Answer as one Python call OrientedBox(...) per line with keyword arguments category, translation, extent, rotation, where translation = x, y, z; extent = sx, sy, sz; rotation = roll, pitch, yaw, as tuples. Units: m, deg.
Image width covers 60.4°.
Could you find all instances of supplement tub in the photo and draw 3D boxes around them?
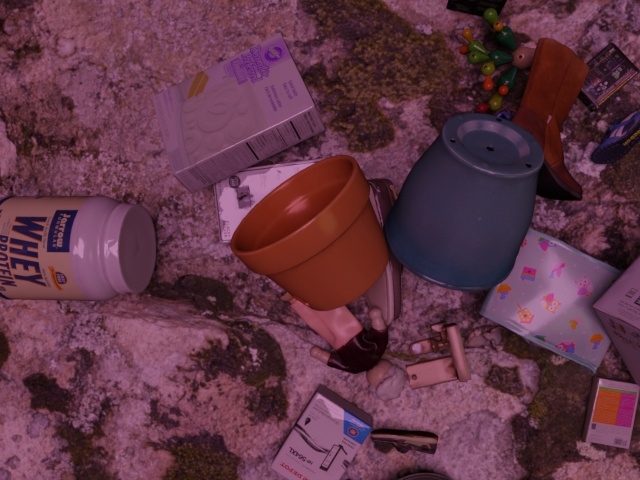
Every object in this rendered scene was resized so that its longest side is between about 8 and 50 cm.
OrientedBox(category="supplement tub", translation=(-0.560, 0.017, 1.224), extent=(0.325, 0.235, 0.235), rotation=(0, 90, 6))

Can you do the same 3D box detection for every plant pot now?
OrientedBox(category="plant pot", translation=(0.000, 0.000, 1.076), extent=(0.291, 0.291, 0.203), rotation=(-35, 112, 5))
OrientedBox(category="plant pot", translation=(0.281, -0.089, 1.039), extent=(0.272, 0.271, 0.255), rotation=(16, 135, 5))

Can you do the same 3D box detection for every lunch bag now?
OrientedBox(category="lunch bag", translation=(0.490, 0.118, 1.161), extent=(0.263, 0.160, 0.223), rotation=(27, 93, -1))

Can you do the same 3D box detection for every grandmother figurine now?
OrientedBox(category="grandmother figurine", translation=(0.069, 0.218, 1.234), extent=(0.342, 0.104, 0.208), rotation=(50, 129, 0))

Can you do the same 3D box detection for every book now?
OrientedBox(category="book", translation=(0.640, 0.377, 1.209), extent=(0.097, 0.035, 0.144), rotation=(10, 91, 2))

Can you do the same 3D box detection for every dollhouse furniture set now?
OrientedBox(category="dollhouse furniture set", translation=(0.244, 0.256, 1.188), extent=(0.123, 0.151, 0.143), rotation=(-14, 86, 6))

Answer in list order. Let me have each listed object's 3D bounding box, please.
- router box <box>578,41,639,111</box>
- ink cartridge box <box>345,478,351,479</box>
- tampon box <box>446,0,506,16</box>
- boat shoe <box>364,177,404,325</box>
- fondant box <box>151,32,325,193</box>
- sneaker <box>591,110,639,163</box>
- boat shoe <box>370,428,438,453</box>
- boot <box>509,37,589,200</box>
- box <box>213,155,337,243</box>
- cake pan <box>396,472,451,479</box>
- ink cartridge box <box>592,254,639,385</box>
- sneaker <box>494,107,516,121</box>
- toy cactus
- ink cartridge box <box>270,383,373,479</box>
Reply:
OrientedBox(category="router box", translation=(0.618, -0.359, 1.207), extent=(0.122, 0.038, 0.092), rotation=(-41, 86, 5))
OrientedBox(category="ink cartridge box", translation=(0.046, 0.705, 1.234), extent=(0.189, 0.097, 0.255), rotation=(-29, 87, 4))
OrientedBox(category="tampon box", translation=(0.349, -0.562, 1.172), extent=(0.121, 0.161, 0.101), rotation=(15, 91, 5))
OrientedBox(category="boat shoe", translation=(0.141, 0.023, 1.219), extent=(0.097, 0.117, 0.323), rotation=(-13, 92, -29))
OrientedBox(category="fondant box", translation=(-0.186, -0.282, 1.213), extent=(0.331, 0.096, 0.238), rotation=(-24, 62, 4))
OrientedBox(category="sneaker", translation=(0.654, -0.225, 1.200), extent=(0.144, 0.059, 0.053), rotation=(-41, 118, 19))
OrientedBox(category="boat shoe", translation=(0.189, 0.457, 1.240), extent=(0.153, 0.056, 0.049), rotation=(3, 85, 5))
OrientedBox(category="boot", translation=(0.504, -0.244, 1.169), extent=(0.264, 0.096, 0.280), rotation=(26, 81, -22))
OrientedBox(category="box", translation=(-0.086, -0.088, 1.252), extent=(0.290, 0.087, 0.169), rotation=(-8, 89, 6))
OrientedBox(category="cake pan", translation=(0.220, 0.657, 1.185), extent=(0.294, 0.054, 0.292), rotation=(0, 89, -17))
OrientedBox(category="ink cartridge box", translation=(0.712, 0.140, 1.065), extent=(0.272, 0.130, 0.309), rotation=(-47, 123, -4))
OrientedBox(category="sneaker", translation=(0.386, -0.181, 1.195), extent=(0.083, 0.087, 0.220), rotation=(3, 92, 27))
OrientedBox(category="toy cactus", translation=(0.402, -0.393, 1.211), extent=(0.181, 0.112, 0.218), rotation=(-6, 87, -13))
OrientedBox(category="ink cartridge box", translation=(0.005, 0.456, 1.243), extent=(0.148, 0.086, 0.203), rotation=(31, 92, 5))
